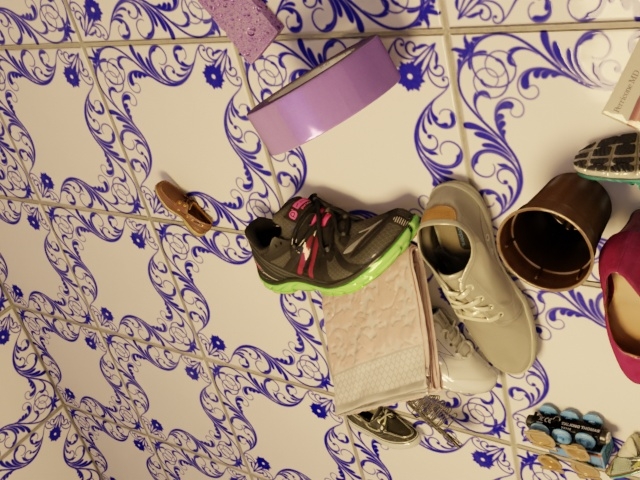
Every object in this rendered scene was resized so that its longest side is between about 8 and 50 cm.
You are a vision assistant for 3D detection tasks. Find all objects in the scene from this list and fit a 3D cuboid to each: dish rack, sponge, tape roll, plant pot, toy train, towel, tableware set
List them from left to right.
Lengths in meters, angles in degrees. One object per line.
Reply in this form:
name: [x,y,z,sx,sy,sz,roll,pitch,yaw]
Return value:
sponge: [-0.174,-0.470,1.640,0.210,0.031,0.117,49,139,-4]
tape roll: [0.005,-0.262,1.471,0.275,0.275,0.090,-17,111,46]
towel: [0.121,0.206,1.793,0.332,0.053,0.316,-29,60,48]
dish rack: [0.228,0.362,1.883,0.271,0.074,0.208,47,174,-23]
plant pot: [0.413,-0.025,1.405,0.167,0.165,0.167,22,133,25]
tableware set: [0.509,0.454,1.716,0.141,0.020,0.168,5,140,40]
toy train: [0.528,0.417,1.735,0.184,0.080,0.105,4,130,38]

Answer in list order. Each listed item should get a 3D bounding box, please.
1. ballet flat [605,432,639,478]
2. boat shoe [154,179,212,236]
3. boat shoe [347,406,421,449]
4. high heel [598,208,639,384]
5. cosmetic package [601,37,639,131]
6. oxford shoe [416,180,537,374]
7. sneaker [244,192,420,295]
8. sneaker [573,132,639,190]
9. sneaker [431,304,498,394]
ballet flat: [0.665,0.423,1.637,0.221,0.077,0.079,-26,85,43]
boat shoe: [-0.342,-0.089,2.072,0.178,0.064,0.060,47,135,-11]
boat shoe: [0.155,0.468,2.090,0.219,0.078,0.070,12,130,35]
high heel: [0.534,0.142,1.425,0.127,0.181,0.377,7,126,37]
cosmetic package: [0.573,-0.191,1.142,0.296,0.129,0.153,29,123,19]
oxford shoe: [0.305,0.098,1.627,0.169,0.130,0.449,-4,120,40]
sneaker: [0.000,0.000,1.761,0.483,0.185,0.202,-11,118,43]
sneaker: [0.538,-0.097,1.295,0.275,0.107,0.110,13,138,33]
sneaker: [0.262,0.223,1.783,0.297,0.111,0.129,35,133,12]
